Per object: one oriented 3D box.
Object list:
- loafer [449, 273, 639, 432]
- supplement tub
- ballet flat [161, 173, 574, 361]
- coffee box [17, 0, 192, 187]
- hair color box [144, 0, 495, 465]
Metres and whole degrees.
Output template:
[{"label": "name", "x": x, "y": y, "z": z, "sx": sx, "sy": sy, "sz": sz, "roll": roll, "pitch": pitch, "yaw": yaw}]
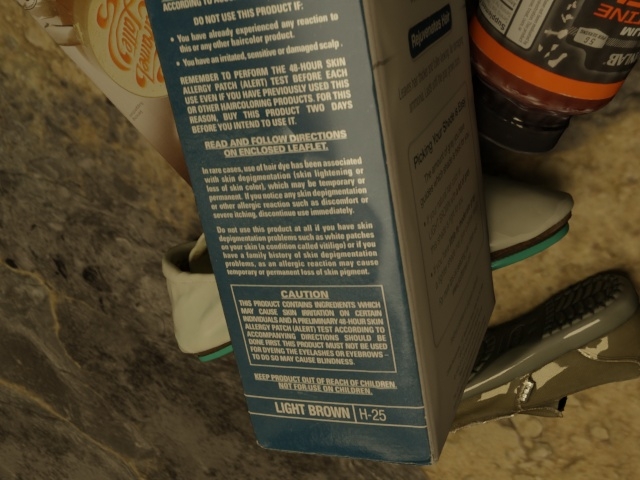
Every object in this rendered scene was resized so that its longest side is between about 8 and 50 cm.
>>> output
[{"label": "loafer", "x": 0.168, "y": 0.122, "z": 0.649, "sx": 0.087, "sy": 0.094, "sz": 0.251, "roll": 50, "pitch": 129, "yaw": -6}, {"label": "supplement tub", "x": 0.154, "y": -0.150, "z": 0.462, "sx": 0.106, "sy": 0.106, "sz": 0.197, "roll": 26, "pitch": 130, "yaw": 8}, {"label": "ballet flat", "x": 0.000, "y": 0.000, "z": 0.638, "sx": 0.400, "sy": 0.139, "sz": 0.139, "roll": -22, "pitch": 110, "yaw": 38}, {"label": "coffee box", "x": -0.109, "y": -0.171, "z": 0.581, "sx": 0.246, "sy": 0.098, "sz": 0.141, "roll": 47, "pitch": 130, "yaw": -10}, {"label": "hair color box", "x": 0.011, "y": -0.080, "z": 0.397, "sx": 0.105, "sy": 0.174, "sz": 0.347, "roll": -1, "pitch": 113, "yaw": 23}]
